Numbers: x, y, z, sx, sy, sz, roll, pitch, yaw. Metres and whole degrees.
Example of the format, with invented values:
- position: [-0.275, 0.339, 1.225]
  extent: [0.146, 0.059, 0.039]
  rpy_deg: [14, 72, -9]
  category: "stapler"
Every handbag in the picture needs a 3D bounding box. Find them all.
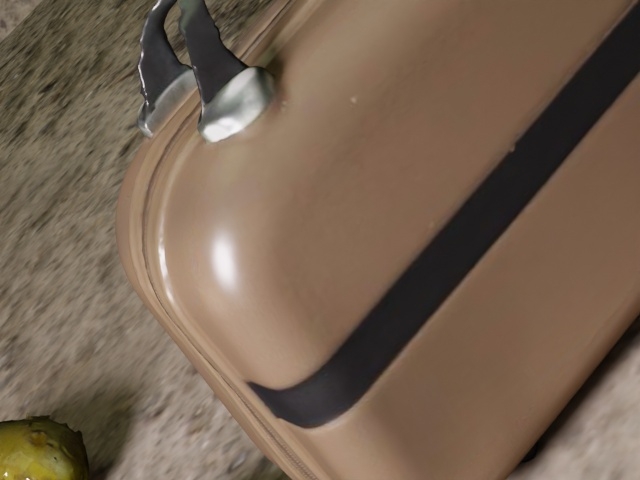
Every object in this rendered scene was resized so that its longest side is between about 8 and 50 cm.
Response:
- position: [0.038, -0.055, 0.767]
  extent: [0.302, 0.283, 0.149]
  rpy_deg: [-47, 20, -13]
  category: "handbag"

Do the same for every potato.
- position: [-0.224, 0.163, 1.080]
  extent: [0.188, 0.085, 0.105]
  rpy_deg: [-22, 31, 32]
  category: "potato"
